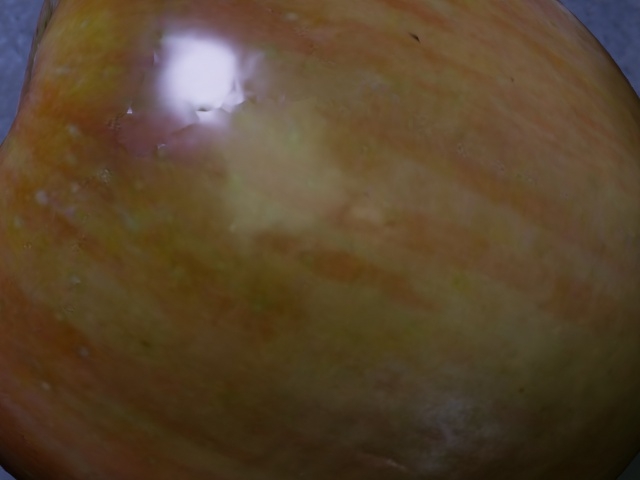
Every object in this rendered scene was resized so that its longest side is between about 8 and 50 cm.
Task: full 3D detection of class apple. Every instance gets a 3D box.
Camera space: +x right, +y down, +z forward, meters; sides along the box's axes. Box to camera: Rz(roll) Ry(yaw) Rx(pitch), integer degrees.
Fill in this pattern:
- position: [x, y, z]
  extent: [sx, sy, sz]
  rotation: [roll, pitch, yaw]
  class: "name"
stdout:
- position: [0.000, 0.000, 0.606]
  extent: [0.241, 0.242, 0.242]
  rotation: [24, 78, -12]
  class: "apple"
